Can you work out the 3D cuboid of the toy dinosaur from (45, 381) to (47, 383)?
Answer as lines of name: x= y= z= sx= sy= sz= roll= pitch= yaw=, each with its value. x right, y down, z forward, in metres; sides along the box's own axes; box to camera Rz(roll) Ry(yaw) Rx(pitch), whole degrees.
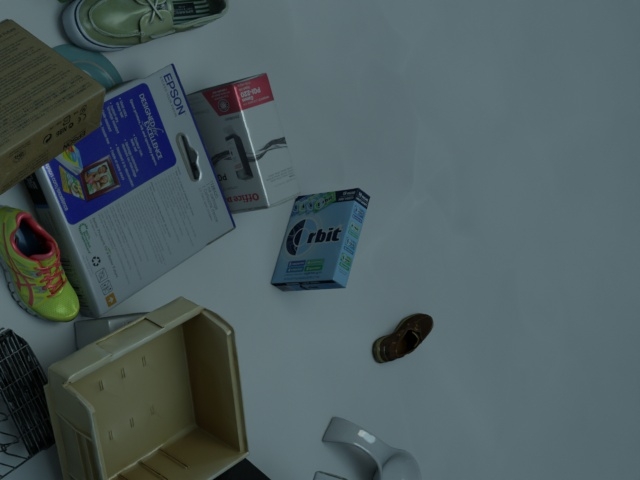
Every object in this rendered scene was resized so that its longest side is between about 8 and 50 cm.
toy dinosaur: x=-0.370 y=0.246 z=1.650 sx=0.047 sy=0.090 sz=0.082 roll=-63 pitch=163 yaw=-56

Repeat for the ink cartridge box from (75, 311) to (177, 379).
ink cartridge box: x=-0.296 y=0.162 z=1.686 sx=0.143 sy=0.090 sz=0.092 roll=-5 pitch=90 yaw=-48

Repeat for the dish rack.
dish rack: x=-0.494 y=0.253 z=1.487 sx=0.271 sy=0.074 sz=0.208 roll=-35 pitch=112 yaw=-45

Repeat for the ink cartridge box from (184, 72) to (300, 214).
ink cartridge box: x=-0.142 y=-0.158 z=1.832 sx=0.092 sy=0.159 sz=0.217 roll=-29 pitch=106 yaw=-46

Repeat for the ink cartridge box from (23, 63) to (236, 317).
ink cartridge box: x=-0.304 y=-0.084 z=1.703 sx=0.307 sy=0.072 sz=0.303 roll=-37 pitch=116 yaw=-42

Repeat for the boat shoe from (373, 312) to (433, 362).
boat shoe: x=0.182 y=0.201 z=2.201 sx=0.178 sy=0.060 sz=0.064 roll=-29 pitch=106 yaw=-44

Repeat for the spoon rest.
spoon rest: x=0.118 y=0.443 z=2.093 sx=0.276 sy=0.084 sz=0.137 roll=47 pitch=55 yaw=-31

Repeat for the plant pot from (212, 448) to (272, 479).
plant pot: x=-0.172 y=0.443 z=1.734 sx=0.187 sy=0.188 sz=0.167 roll=48 pitch=42 yaw=-31

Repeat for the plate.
plate: x=-0.372 y=-0.219 z=1.697 sx=0.188 sy=0.024 sz=0.188 roll=6 pitch=82 yaw=-45

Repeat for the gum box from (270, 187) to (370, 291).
gum box: x=0.000 y=0.000 z=1.964 sx=0.041 sy=0.157 sz=0.184 roll=34 pitch=62 yaw=-40

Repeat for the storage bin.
storage bin: x=-0.250 y=0.255 z=1.592 sx=0.262 sy=0.123 sz=0.260 roll=-28 pitch=127 yaw=-38

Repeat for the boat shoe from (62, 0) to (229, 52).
boat shoe: x=-0.280 y=-0.379 z=1.758 sx=0.302 sy=0.094 sz=0.109 roll=-25 pitch=103 yaw=-45

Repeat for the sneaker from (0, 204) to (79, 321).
sneaker: x=-0.412 y=0.038 z=1.576 sx=0.081 sy=0.094 sz=0.208 roll=-53 pitch=123 yaw=-37

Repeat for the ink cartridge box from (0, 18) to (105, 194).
ink cartridge box: x=-0.450 y=-0.183 z=1.496 sx=0.193 sy=0.088 sz=0.235 roll=36 pitch=50 yaw=13

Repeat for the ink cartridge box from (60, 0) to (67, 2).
ink cartridge box: x=-0.400 y=-0.469 z=1.600 sx=0.212 sy=0.154 sz=0.093 roll=45 pitch=57 yaw=-34

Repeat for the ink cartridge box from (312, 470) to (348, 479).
ink cartridge box: x=-0.017 y=0.593 z=1.824 sx=0.324 sy=0.071 sz=0.330 roll=81 pitch=25 yaw=-62
